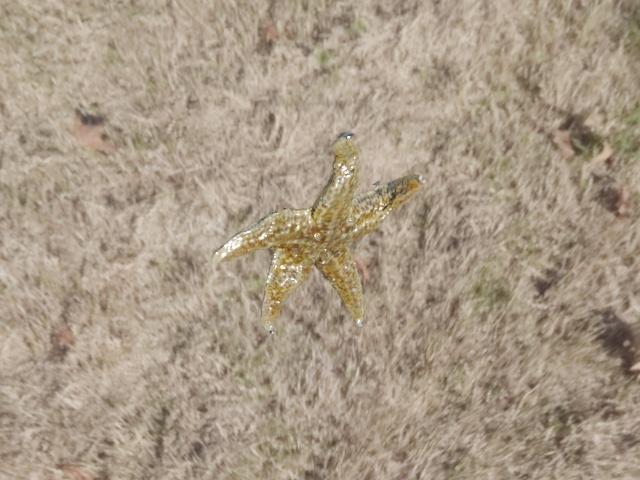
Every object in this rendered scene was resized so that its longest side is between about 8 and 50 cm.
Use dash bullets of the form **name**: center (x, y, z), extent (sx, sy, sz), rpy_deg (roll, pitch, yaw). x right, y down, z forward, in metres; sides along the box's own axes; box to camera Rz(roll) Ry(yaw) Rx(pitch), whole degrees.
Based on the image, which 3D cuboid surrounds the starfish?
- **starfish**: center (0.000, 0.000, 0.927), extent (0.235, 0.277, 0.062), rpy_deg (-24, 52, -18)
